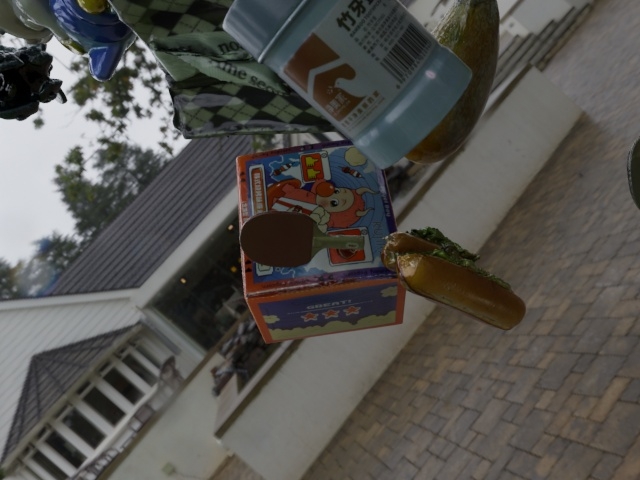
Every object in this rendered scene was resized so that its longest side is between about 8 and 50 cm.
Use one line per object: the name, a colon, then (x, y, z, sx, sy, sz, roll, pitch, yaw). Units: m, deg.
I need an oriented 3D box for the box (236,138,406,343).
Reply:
box: (0.000, 0.000, 1.269, 0.257, 0.319, 0.348, 84, 179, -59)

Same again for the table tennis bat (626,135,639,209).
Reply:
table tennis bat: (0.537, -0.147, 0.912, 0.131, 0.234, 0.022, -11, 11, 3)

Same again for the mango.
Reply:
mango: (0.224, -0.286, 1.037, 0.193, 0.146, 0.316, -6, -61, -51)

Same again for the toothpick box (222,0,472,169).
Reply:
toothpick box: (0.020, -0.138, 0.424, 0.101, 0.153, 0.101, -47, 12, 13)

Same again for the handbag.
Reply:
handbag: (-0.109, -0.268, 0.603, 0.416, 0.317, 0.180, 52, -139, -54)

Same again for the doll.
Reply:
doll: (-0.431, -0.374, 0.955, 0.376, 0.366, 0.187, -54, -22, -69)

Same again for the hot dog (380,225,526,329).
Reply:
hot dog: (0.236, 0.063, 1.023, 0.100, 0.337, 0.135, -55, 35, 15)

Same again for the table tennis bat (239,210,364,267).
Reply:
table tennis bat: (-0.023, -0.001, 0.739, 0.013, 0.157, 0.087, -92, 5, -53)

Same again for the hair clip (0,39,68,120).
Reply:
hair clip: (-0.727, -0.380, 1.391, 0.206, 0.310, 0.194, -37, -49, -32)
